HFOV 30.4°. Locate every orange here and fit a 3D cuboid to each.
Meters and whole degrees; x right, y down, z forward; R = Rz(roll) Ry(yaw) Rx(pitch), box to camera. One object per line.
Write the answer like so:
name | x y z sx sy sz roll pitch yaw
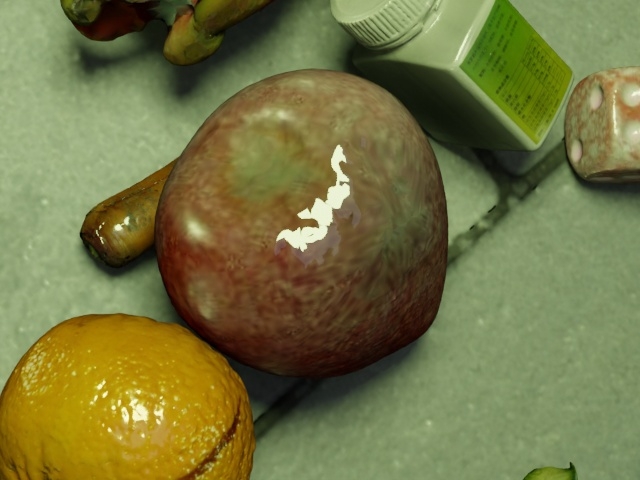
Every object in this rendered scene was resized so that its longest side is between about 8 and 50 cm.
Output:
orange | -0.144 0.144 0.848 0.193 0.193 0.161 35 50 -9

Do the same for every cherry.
cherry | -0.009 -0.005 0.911 0.206 0.239 0.239 17 76 19

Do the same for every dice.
dice | 0.279 -0.101 1.055 0.093 0.091 0.094 1 81 -16

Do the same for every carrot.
carrot | -0.123 -0.037 0.958 0.161 0.055 0.055 -38 94 -24

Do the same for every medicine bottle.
medicine bottle | 0.099 -0.157 0.957 0.188 0.132 0.088 37 76 -38

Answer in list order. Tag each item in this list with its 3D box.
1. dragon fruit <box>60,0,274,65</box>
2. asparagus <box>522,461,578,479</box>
dragon fruit | -0.073 -0.283 0.926 0.307 0.243 0.227 -38 122 13
asparagus | 0.204 0.331 0.992 0.067 0.060 0.278 -7 84 -6
